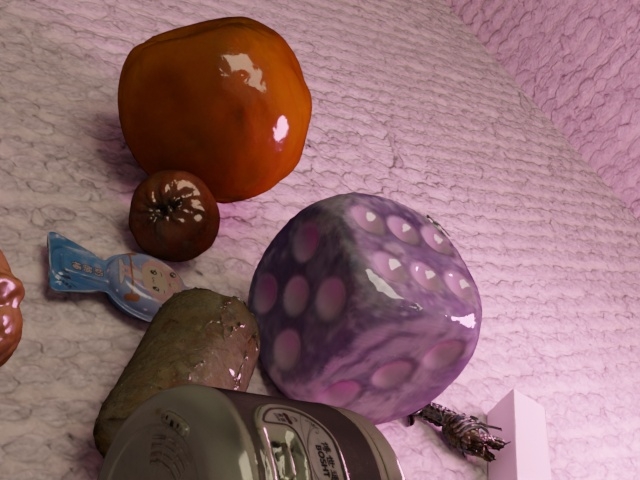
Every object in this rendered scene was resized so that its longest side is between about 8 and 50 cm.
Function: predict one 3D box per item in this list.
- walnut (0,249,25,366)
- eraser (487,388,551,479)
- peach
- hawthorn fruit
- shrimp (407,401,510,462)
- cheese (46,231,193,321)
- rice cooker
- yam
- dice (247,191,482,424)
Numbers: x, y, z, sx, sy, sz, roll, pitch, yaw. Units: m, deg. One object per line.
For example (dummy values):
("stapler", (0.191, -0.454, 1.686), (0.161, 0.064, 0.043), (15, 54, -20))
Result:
("walnut", (-0.440, 0.076, 1.242), (0.213, 0.213, 0.213), (28, 30, -18))
("eraser", (0.332, 0.378, 1.808), (0.076, 0.078, 0.298), (33, 29, -12))
("peach", (-0.174, -0.213, 1.842), (0.343, 0.343, 0.301), (-56, 137, -61))
("hawthorn fruit", (-0.224, -0.024, 1.715), (0.149, 0.149, 0.189), (60, -5, 34))
("shrimp", (0.229, 0.304, 1.798), (0.174, 0.082, 0.076), (28, 34, -5))
("cheese", (-0.284, 0.060, 1.580), (0.245, 0.052, 0.135), (20, 34, -31))
("rice cooker", (-0.066, 0.295, 1.113), (0.277, 0.288, 0.288), (17, 35, -37))
("yam", (-0.180, 0.196, 1.389), (0.168, 0.168, 0.304), (34, 29, -8))
("dice", (0.067, 0.108, 1.688), (0.270, 0.271, 0.270), (15, 37, -36))
